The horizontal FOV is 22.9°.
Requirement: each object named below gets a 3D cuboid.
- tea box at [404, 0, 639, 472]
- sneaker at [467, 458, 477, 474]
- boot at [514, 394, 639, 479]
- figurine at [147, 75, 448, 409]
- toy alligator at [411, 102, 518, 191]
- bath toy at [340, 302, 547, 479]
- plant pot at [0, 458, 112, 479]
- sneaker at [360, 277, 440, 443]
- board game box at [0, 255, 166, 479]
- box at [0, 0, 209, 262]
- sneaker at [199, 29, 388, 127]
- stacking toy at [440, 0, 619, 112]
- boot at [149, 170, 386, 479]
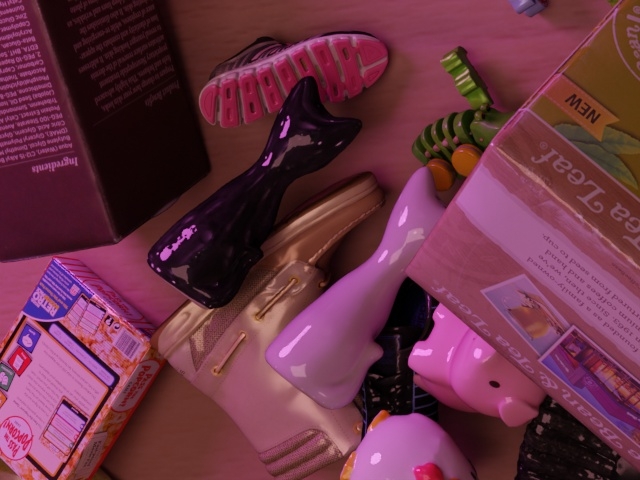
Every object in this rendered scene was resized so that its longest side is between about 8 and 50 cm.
[{"bbox_3d":[0.298,-0.015,1.103,0.329,0.323,0.220,40,154,6],"label":"tea box"},{"bbox_3d":[0.064,0.268,1.429,0.225,0.088,0.093,-43,67,33],"label":"sneaker"},{"bbox_3d":[0.280,0.274,1.314,0.260,0.131,0.348,11,94,14],"label":"boot"},{"bbox_3d":[0.000,0.000,1.306,0.215,0.092,0.209,38,91,17],"label":"figurine"},{"bbox_3d":[0.132,-0.090,1.320,0.051,0.056,0.189,49,139,-13],"label":"toy alligator"},{"bbox_3d":[0.146,0.086,1.247,0.129,0.151,0.348,27,77,18],"label":"bath toy"},{"bbox_3d":[-0.342,0.363,1.551,0.276,0.276,0.254,29,123,15],"label":"plant pot"},{"bbox_3d":[0.063,0.129,1.347,0.081,0.090,0.232,-2,68,31],"label":"sneaker"},{"bbox_3d":[-0.248,0.135,1.525,0.147,0.045,0.193,39,102,26],"label":"board game box"},{"bbox_3d":[-0.242,-0.194,1.378,0.143,0.191,0.381,-11,106,26],"label":"box"},{"bbox_3d":[-0.026,-0.153,1.397,0.170,0.075,0.063,-17,121,5],"label":"sneaker"},{"bbox_3d":[0.145,-0.242,1.314,0.167,0.052,0.221,-30,90,27],"label":"stacking toy"},{"bbox_3d":[0.001,0.083,1.419,0.262,0.095,0.203,-40,90,15],"label":"boot"}]
